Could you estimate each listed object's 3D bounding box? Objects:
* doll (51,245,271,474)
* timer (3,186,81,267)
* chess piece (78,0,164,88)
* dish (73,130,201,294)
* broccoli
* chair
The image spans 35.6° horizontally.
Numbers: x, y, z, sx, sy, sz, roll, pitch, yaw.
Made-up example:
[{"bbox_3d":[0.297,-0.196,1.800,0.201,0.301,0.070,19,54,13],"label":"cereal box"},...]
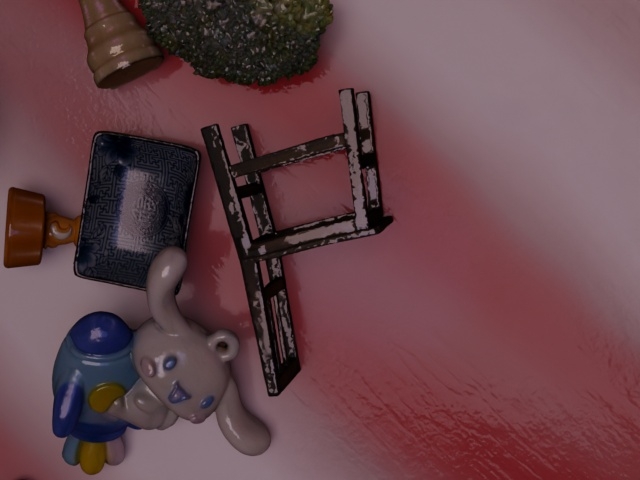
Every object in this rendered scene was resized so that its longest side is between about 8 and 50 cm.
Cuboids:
[{"bbox_3d":[-0.295,0.226,1.581,0.365,0.187,0.376,-19,96,10],"label":"doll"},{"bbox_3d":[-0.436,-0.016,1.630,0.152,0.132,0.132,4,96,-18],"label":"timer"},{"bbox_3d":[-0.380,-0.443,1.578,0.117,0.117,0.397,-24,90,8],"label":"chess piece"},{"bbox_3d":[-0.288,-0.046,1.615,0.181,0.080,0.243,11,96,6],"label":"dish"},{"bbox_3d":[-0.123,-0.357,1.502,0.288,0.235,0.260,36,101,-34],"label":"broccoli"},{"bbox_3d":[0.000,0.000,1.528,0.240,0.203,0.416,-13,94,10],"label":"chair"}]
